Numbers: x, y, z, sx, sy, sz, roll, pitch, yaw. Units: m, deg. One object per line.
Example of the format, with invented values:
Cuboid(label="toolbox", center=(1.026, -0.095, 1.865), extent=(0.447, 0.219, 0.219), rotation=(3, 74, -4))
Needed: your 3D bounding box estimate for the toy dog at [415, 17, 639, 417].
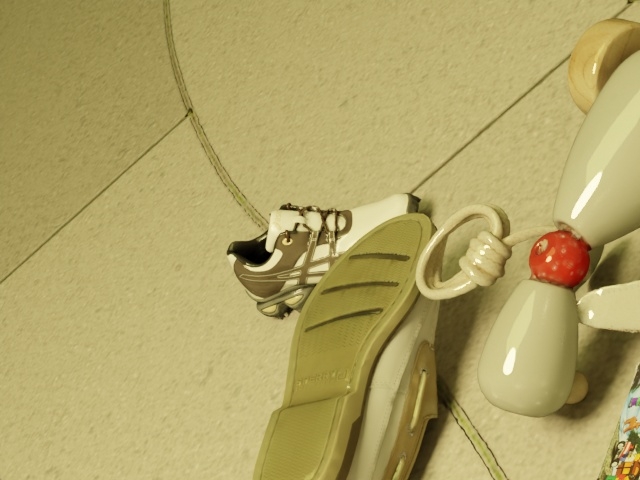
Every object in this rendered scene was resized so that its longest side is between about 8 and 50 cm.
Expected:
Cuboid(label="toy dog", center=(0.244, -0.018, 1.327), extent=(0.333, 0.161, 0.220), rotation=(-54, 31, 15))

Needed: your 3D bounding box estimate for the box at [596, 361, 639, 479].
Cuboid(label="box", center=(0.229, 0.194, 0.943), extent=(0.044, 0.233, 0.159), rotation=(-10, 45, 48))

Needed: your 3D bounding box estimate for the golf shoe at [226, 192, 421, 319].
Cuboid(label="golf shoe", center=(0.000, 0.000, 1.632), extent=(0.198, 0.094, 0.077), rotation=(-31, 31, 22))

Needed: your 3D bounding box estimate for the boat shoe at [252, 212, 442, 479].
Cuboid(label="boat shoe", center=(0.038, 0.116, 1.421), extent=(0.113, 0.103, 0.302), rotation=(-7, 46, 41))
